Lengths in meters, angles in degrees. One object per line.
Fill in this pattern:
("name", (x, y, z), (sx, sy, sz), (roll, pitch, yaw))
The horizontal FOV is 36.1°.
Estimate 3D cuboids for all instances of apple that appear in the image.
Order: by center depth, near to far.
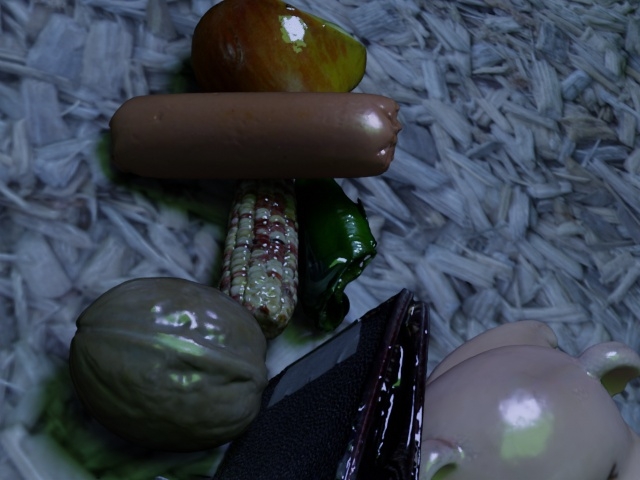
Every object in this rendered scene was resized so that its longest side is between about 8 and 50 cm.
("apple", (-0.052, -0.190, 1.053), (0.173, 0.160, 0.195), (43, 1, -11))

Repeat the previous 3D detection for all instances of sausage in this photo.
("sausage", (-0.066, -0.101, 0.953), (0.289, 0.086, 0.086), (2, 47, 9))

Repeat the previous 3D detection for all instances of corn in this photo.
("corn", (-0.060, -0.003, 0.961), (0.080, 0.079, 0.237), (17, 45, -19))

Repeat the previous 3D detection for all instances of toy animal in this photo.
("toy animal", (0.185, 0.198, 0.822), (0.345, 0.247, 0.277), (-19, 69, -41))

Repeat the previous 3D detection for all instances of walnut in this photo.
("walnut", (-0.121, 0.100, 0.796), (0.162, 0.140, 0.140), (14, 48, -7))

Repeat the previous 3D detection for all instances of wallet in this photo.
("wallet", (-0.013, 0.179, 0.736), (0.071, 0.221, 0.262), (34, 43, -17))

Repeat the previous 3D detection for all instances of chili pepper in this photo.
("chili pepper", (0.003, 0.001, 0.990), (0.062, 0.108, 0.216), (14, 34, -17))

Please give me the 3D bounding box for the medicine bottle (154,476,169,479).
("medicine bottle", (-0.177, 0.279, 0.540), (0.324, 0.124, 0.179), (-38, 58, -24))
